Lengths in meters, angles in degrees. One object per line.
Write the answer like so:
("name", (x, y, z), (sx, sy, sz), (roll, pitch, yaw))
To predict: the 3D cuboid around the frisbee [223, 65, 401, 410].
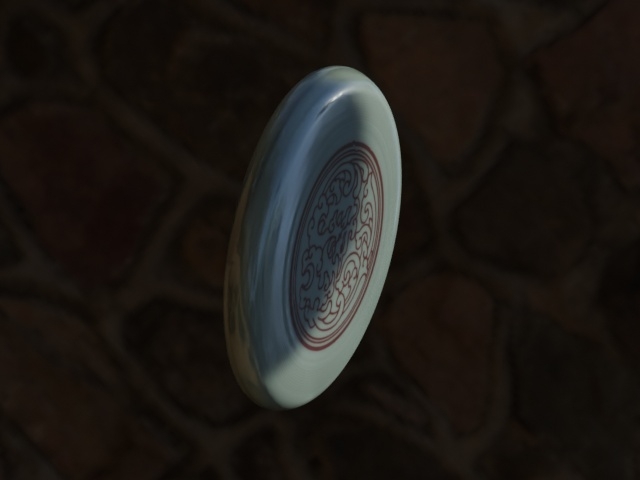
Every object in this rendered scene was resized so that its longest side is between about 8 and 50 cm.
("frisbee", (0.000, 0.000, 0.608), (0.014, 0.110, 0.110), (13, -3, 22))
